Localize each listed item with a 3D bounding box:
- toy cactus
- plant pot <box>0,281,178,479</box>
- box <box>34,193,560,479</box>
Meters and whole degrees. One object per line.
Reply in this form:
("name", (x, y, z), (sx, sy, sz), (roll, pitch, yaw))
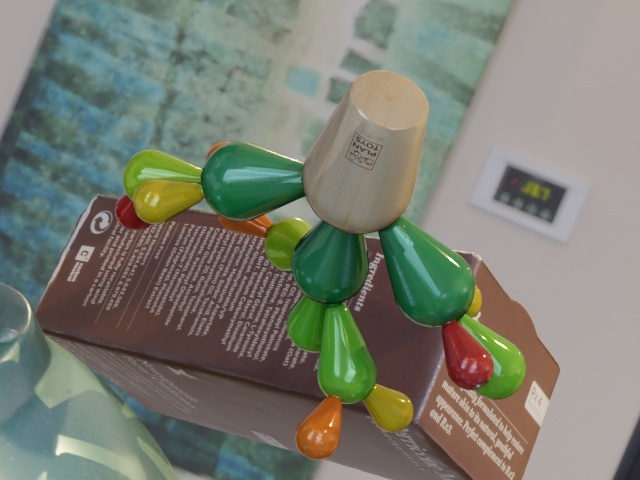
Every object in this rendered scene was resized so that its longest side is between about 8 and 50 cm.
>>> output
("toy cactus", (0.000, 0.000, 0.561), (0.219, 0.112, 0.180), (37, -38, 14))
("plant pot", (-0.199, 0.136, 0.574), (0.293, 0.196, 0.293), (-7, 22, 3))
("box", (-0.024, 0.084, 0.992), (0.381, 0.143, 0.191), (7, -26, 35))
